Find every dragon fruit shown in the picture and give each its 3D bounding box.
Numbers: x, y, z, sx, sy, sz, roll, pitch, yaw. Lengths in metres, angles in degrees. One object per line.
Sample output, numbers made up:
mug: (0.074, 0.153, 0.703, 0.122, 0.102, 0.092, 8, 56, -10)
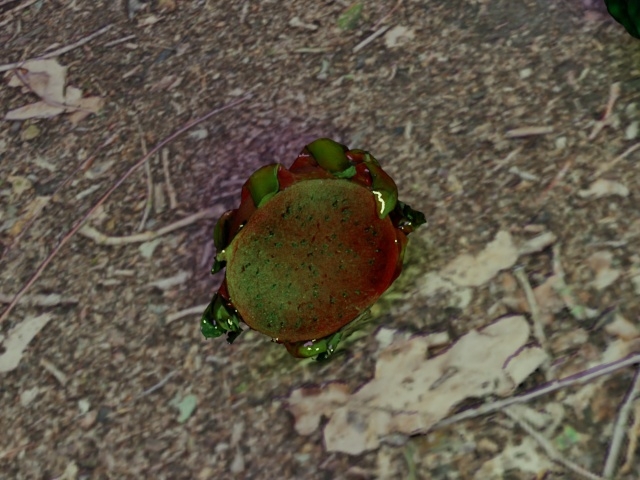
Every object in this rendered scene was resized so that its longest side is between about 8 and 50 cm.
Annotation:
dragon fruit: (0.000, 0.000, 0.873, 0.142, 0.138, 0.175, 5, 28, 6)

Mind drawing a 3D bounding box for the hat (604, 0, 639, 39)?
hat: (0.349, -0.254, 0.822, 0.332, 0.274, 0.242, -4, 32, -6)
